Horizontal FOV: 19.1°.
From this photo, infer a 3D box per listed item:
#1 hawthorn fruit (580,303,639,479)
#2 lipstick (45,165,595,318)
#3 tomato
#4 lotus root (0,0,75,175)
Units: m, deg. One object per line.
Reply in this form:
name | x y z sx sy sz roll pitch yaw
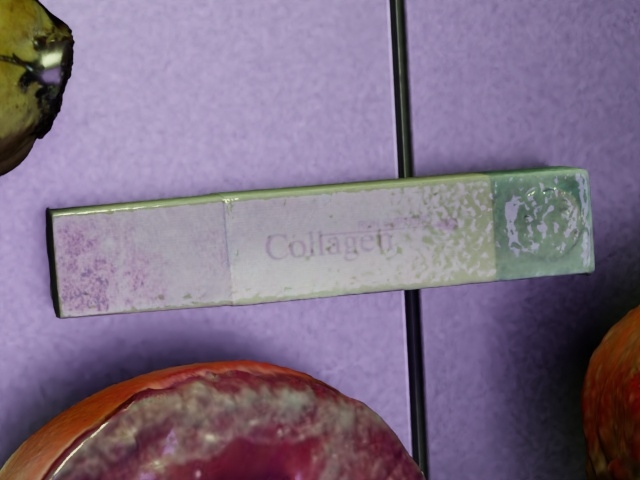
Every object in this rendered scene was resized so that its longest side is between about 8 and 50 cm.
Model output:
hawthorn fruit | 0.307 0.115 1.102 0.300 0.254 0.254 -20 98 -2
lipstick | 0.000 0.000 1.123 0.317 0.068 0.066 -5 95 -11
tomato | -0.071 0.235 1.076 0.290 0.176 0.334 -24 99 -31
lotus root | -0.237 -0.086 1.034 0.214 0.138 0.138 -8 96 0
